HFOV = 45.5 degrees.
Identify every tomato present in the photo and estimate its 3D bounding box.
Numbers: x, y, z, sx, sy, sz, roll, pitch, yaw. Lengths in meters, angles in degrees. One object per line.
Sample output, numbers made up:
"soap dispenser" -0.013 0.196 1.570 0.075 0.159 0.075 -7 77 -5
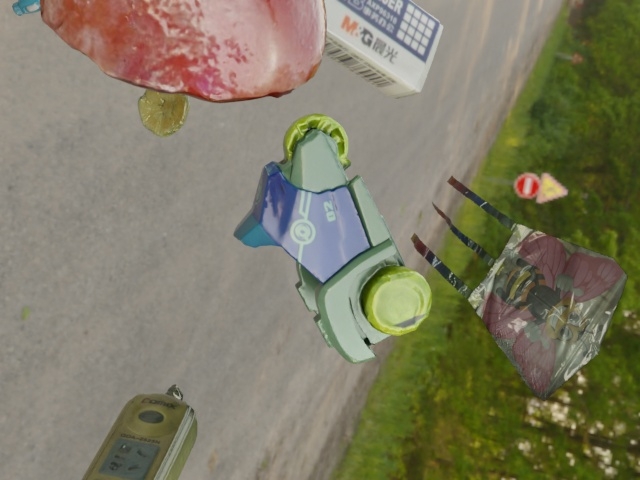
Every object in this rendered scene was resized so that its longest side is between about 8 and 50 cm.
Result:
"tomato" -0.122 -0.284 0.780 0.170 0.309 0.309 111 4 -50

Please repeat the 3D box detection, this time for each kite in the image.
"kite" 0.250 0.044 1.059 0.022 0.360 0.204 13 111 -40

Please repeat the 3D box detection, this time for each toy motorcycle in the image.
"toy motorcycle" 0.000 0.000 1.065 0.326 0.200 0.191 61 -3 -19

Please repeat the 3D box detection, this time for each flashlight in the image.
"flashlight" -0.539 -0.477 1.490 0.051 0.129 0.051 -22 90 -78

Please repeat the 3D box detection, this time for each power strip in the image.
"power strip" -0.220 0.285 0.815 0.387 0.092 0.066 -69 164 -58

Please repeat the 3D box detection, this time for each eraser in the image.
"eraser" 0.045 -0.330 1.129 0.279 0.081 0.124 26 79 -28

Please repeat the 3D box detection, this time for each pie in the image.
"pie" -0.220 -0.187 1.078 0.020 0.084 0.084 -20 121 -69
